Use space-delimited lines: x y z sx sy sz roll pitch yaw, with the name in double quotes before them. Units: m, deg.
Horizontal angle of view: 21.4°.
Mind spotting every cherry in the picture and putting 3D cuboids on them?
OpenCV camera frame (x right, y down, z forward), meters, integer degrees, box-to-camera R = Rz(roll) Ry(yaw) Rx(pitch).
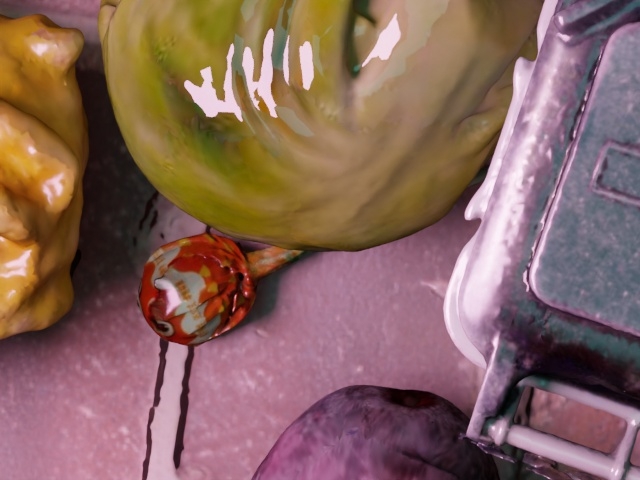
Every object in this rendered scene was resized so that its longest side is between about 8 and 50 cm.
"cherry" 0.038 0.193 1.191 0.195 0.195 0.195 0 92 10

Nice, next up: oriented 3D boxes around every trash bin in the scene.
"trash bin" 0.231 0.003 1.050 0.256 0.368 0.296 17 93 11

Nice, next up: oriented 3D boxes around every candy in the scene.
"candy" 0.000 -0.001 1.247 0.288 0.084 0.078 -22 85 3

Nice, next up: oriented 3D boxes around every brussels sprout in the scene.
"brussels sprout" -0.001 -0.147 1.127 0.344 0.268 0.344 11 110 33

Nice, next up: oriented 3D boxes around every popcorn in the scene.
"popcorn" -0.283 -0.035 1.219 0.316 0.281 0.297 -21 48 37
